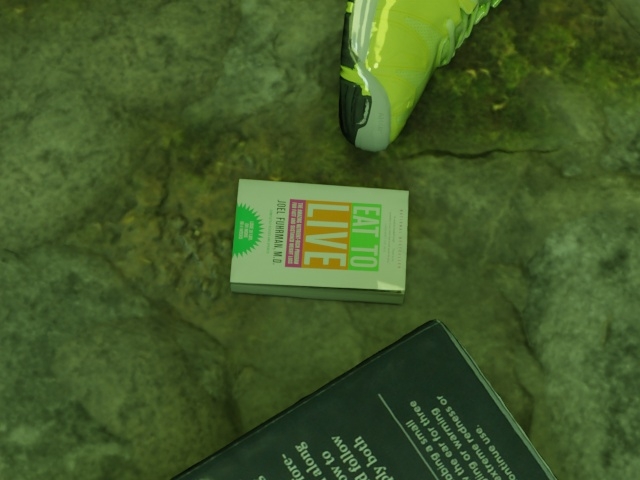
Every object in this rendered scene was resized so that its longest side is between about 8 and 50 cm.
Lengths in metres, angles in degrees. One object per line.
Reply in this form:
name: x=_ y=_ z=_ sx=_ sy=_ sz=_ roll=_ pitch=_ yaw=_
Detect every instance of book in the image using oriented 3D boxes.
book: x=0.000 y=0.000 z=1.312 sx=0.144 sy=0.035 sz=0.096 roll=3 pitch=67 yaw=0

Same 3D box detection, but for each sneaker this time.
sneaker: x=0.119 y=-0.246 z=1.339 sx=0.147 sy=0.145 sz=0.385 roll=20 pitch=73 yaw=5

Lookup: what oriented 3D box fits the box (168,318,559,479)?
box: x=-0.045 y=0.274 z=1.054 sx=0.395 sy=0.293 sz=0.212 roll=-30 pitch=75 yaw=-18
